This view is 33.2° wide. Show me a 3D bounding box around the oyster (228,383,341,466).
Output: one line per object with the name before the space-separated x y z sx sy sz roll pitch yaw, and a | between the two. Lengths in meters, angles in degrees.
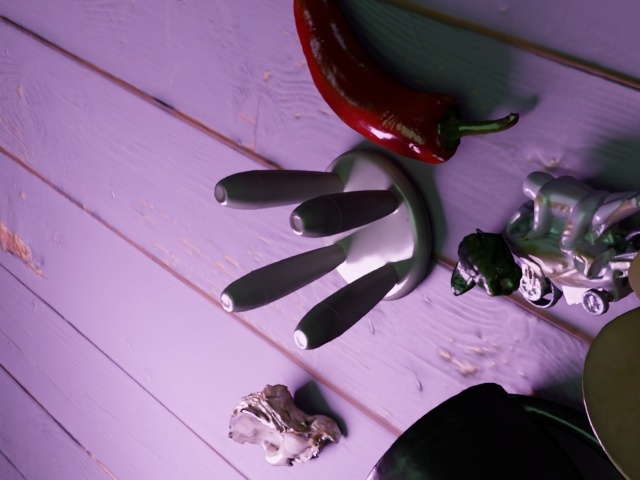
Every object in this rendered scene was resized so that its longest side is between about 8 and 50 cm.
oyster | -0.047 0.274 1.576 0.191 0.081 0.163 12 140 32

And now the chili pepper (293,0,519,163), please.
chili pepper | 0.059 -0.191 1.228 0.368 0.092 0.137 44 124 27

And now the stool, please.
stool | 0.000 0.000 1.289 0.195 0.199 0.195 22 120 46

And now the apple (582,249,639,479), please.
apple | 0.353 0.097 0.821 0.254 0.292 0.291 40 133 26

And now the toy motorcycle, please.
toy motorcycle | 0.256 -0.004 1.073 0.229 0.074 0.151 -20 94 62

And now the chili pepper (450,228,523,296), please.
chili pepper | 0.171 0.024 1.157 0.182 0.050 0.073 149 109 -86

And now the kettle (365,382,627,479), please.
kettle | 0.227 0.302 1.142 0.268 0.207 0.290 -46 58 8
